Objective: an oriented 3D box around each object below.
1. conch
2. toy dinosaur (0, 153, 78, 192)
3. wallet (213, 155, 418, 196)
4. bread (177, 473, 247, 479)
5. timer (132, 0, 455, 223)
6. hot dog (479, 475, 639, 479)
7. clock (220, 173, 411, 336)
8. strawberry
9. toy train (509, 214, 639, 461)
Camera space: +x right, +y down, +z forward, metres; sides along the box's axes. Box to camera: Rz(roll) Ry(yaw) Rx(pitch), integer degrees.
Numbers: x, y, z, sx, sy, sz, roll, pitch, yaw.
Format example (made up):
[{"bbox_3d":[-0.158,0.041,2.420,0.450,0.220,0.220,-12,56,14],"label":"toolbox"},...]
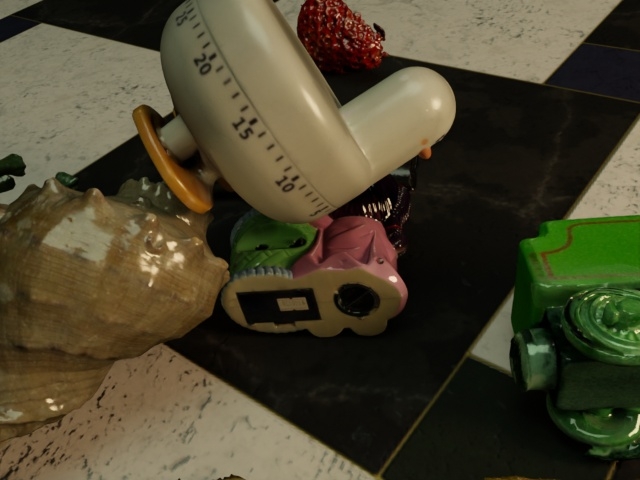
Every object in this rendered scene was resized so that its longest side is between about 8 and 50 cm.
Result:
[{"bbox_3d":[-0.235,0.049,0.590,0.324,0.186,0.263,-35,1,-19],"label":"conch"},{"bbox_3d":[-0.383,0.010,0.604,0.447,0.087,0.301,-34,12,32],"label":"toy dinosaur"},{"bbox_3d":[-0.026,-0.123,0.870,0.317,0.045,0.172,1,43,12],"label":"wallet"},{"bbox_3d":[-0.033,0.207,0.386,0.240,0.178,0.135,22,51,35],"label":"bread"},{"bbox_3d":[-0.023,-0.136,0.583,0.240,0.233,0.234,-32,39,10],"label":"timer"},{"bbox_3d":[0.234,0.193,0.422,0.288,0.083,0.068,0,22,12],"label":"hot dog"},{"bbox_3d":[0.000,0.000,0.680,0.193,0.100,0.196,-2,40,13],"label":"clock"},{"bbox_3d":[0.022,-0.332,1.043,0.082,0.121,0.188,-35,48,-18],"label":"strawberry"},{"bbox_3d":[0.273,0.064,0.522,0.243,0.133,0.188,-4,36,4],"label":"toy train"}]
